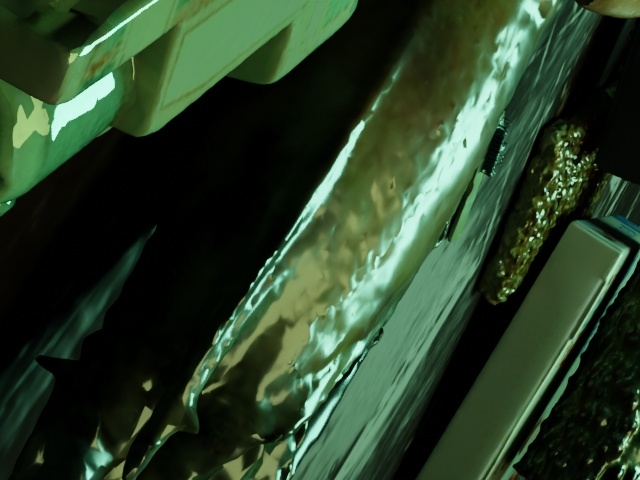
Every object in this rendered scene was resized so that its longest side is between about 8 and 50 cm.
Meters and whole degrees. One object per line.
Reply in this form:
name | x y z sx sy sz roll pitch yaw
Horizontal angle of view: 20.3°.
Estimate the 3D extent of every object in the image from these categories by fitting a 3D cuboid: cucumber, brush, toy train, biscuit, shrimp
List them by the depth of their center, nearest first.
toy train | -0.030 -0.077 0.374 0.194 0.080 0.125 -46 162 -51
shrimp | 0.000 0.000 0.627 0.445 0.085 0.272 -57 170 -37
brush | 0.086 -0.032 0.967 0.016 0.013 0.084 -46 159 -53
biscuit | 0.169 -0.040 1.210 0.231 0.025 0.131 -34 148 -61
cucumber | 0.258 0.028 1.213 0.359 0.096 0.096 -58 165 -2

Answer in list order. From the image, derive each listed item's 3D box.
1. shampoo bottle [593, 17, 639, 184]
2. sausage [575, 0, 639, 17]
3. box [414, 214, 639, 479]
shampoo bottle | 0.252 -0.185 1.121 0.098 0.071 0.309 -11 121 -65
sausage | 0.206 -0.149 1.013 0.176 0.047 0.040 -11 101 -37
box | 0.150 0.103 1.298 0.265 0.048 0.273 -61 167 10
